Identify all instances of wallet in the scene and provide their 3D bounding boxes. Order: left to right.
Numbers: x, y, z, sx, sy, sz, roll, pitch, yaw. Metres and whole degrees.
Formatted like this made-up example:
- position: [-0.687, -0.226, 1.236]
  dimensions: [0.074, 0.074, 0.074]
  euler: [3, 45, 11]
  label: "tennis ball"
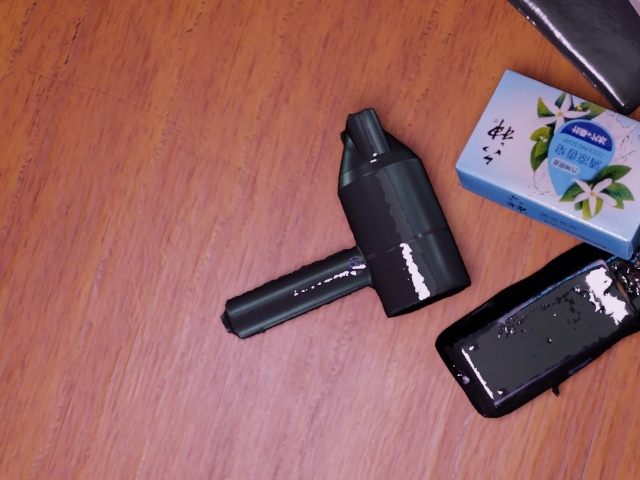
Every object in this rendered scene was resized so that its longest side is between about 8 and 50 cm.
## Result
- position: [0.336, -0.302, 1.715]
  dimensions: [0.146, 0.030, 0.285]
  euler: [-44, 86, -1]
  label: "wallet"

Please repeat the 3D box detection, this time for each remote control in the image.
- position: [0.338, 0.071, 1.652]
  dimensions: [0.399, 0.062, 0.144]
  euler: [-32, 83, -4]
  label: "remote control"

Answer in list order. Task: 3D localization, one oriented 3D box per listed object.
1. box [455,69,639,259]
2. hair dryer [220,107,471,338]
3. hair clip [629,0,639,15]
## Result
- position: [0.297, -0.092, 1.633]
  dimensions: [0.232, 0.083, 0.142]
  euler: [26, 80, 17]
  label: "box"
- position: [0.000, 0.000, 1.651]
  dimensions: [0.302, 0.116, 0.244]
  euler: [-24, 81, 5]
  label: "hair dryer"
- position: [0.462, -0.247, 1.651]
  dimensions: [0.085, 0.101, 0.331]
  euler: [-39, 95, -9]
  label: "hair clip"
